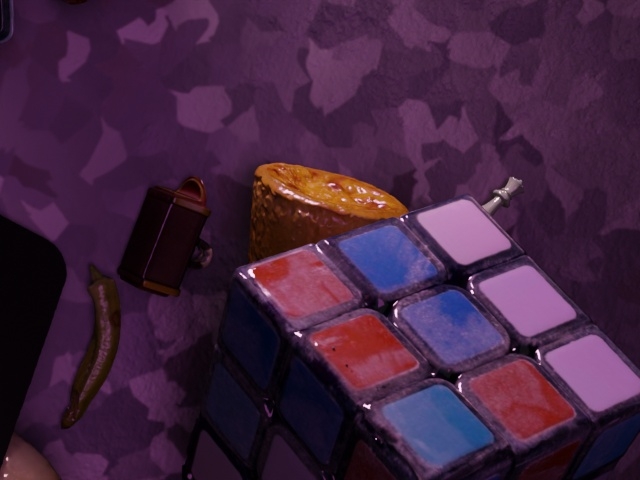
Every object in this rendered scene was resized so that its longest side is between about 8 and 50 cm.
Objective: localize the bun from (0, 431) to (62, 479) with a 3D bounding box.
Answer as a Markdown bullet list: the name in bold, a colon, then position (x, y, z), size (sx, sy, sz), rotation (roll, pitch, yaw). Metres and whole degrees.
- **bun**: position (-0.458, 0.383, 1.547), size (0.364, 0.202, 0.364), rotation (6, 60, -11)

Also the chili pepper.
- **chili pepper**: position (-0.276, 0.136, 1.674), size (0.049, 0.043, 0.208), rotation (8, 92, -41)

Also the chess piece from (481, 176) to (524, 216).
- **chess piece**: position (0.234, -0.050, 1.790), size (0.093, 0.042, 0.042), rotation (-41, 103, -13)

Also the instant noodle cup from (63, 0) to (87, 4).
- **instant noodle cup**: position (-0.246, -0.416, 1.540), size (0.192, 0.250, 0.250), rotation (-27, 101, -19)

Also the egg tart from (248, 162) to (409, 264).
- **egg tart**: position (0.000, 0.000, 1.669), size (0.202, 0.202, 0.147), rotation (11, 106, -15)

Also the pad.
- **pad**: position (-0.424, 0.139, 1.557), size (0.315, 0.063, 0.375), rotation (31, 54, -24)

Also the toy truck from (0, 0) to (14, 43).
- **toy truck**: position (-0.508, -0.276, 1.519), size (0.305, 0.162, 0.136), rotation (-7, 107, -19)

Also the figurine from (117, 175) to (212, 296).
- **figurine**: position (-0.175, -0.005, 1.674), size (0.098, 0.082, 0.154), rotation (24, 88, -29)

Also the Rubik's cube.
- **Rubik's cube**: position (0.098, 0.206, 1.515), size (0.358, 0.362, 0.363), rotation (-15, 138, -35)
